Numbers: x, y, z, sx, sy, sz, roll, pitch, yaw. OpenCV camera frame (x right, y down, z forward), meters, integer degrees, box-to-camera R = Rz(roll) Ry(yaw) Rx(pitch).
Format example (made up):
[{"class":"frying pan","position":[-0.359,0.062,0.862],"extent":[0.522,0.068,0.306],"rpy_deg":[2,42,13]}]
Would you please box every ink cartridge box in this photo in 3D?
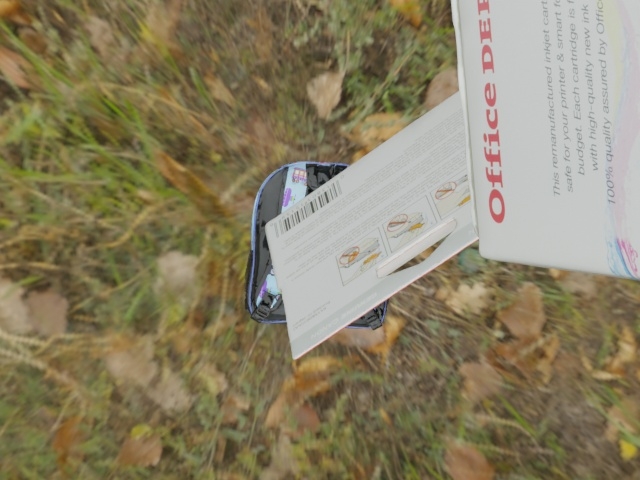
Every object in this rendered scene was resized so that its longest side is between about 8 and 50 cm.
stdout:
[{"class":"ink cartridge box","position":[0.085,-0.016,1.177],"extent":[0.275,0.239,0.060],"rpy_deg":[-34,120,11]},{"class":"ink cartridge box","position":[0.141,-0.065,0.481],"extent":[0.093,0.212,0.154],"rpy_deg":[-9,97,-27]}]

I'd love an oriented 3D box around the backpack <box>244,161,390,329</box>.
[{"class":"backpack","position":[0.000,0.000,1.406],"extent":[0.158,0.117,0.173],"rpy_deg":[3,99,3]}]
